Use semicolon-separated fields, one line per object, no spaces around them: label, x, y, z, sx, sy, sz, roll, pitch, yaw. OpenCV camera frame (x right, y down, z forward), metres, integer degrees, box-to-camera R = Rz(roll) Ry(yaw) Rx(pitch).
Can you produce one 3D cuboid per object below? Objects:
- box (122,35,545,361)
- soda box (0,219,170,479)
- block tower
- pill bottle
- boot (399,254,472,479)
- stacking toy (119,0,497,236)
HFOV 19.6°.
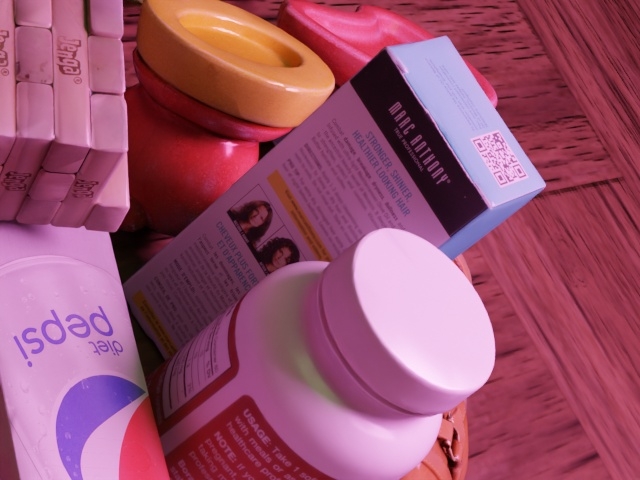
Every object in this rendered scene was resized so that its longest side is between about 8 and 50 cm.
box;0.000;0.000;1.010;0.060;0.244;0.100;-19;74;-52
soda box;-0.134;0.123;0.883;0.091;0.098;0.286;12;50;-42
block tower;-0.246;-0.074;0.831;0.335;0.097;0.091;5;65;-20
pill bottle;-0.017;0.088;0.938;0.121;0.216;0.121;28;42;-28
boot;0.050;0.089;1.069;0.152;0.073;0.197;-76;153;-50
stacking toy;-0.061;-0.104;1.203;0.309;0.130;0.279;3;31;-49
